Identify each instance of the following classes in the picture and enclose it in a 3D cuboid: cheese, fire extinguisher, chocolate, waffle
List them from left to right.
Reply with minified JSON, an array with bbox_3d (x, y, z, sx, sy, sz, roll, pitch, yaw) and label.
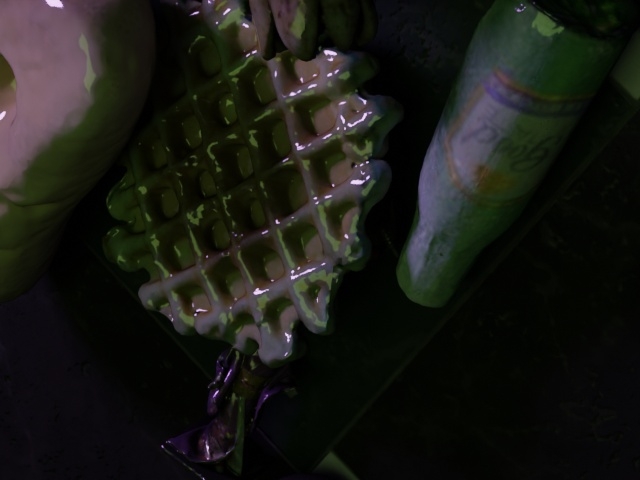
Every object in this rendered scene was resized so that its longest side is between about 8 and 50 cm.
[{"bbox_3d":[-0.244,-0.098,1.534,0.328,0.129,0.351,12,111,50],"label":"cheese"},{"bbox_3d":[-0.063,-0.058,1.487,0.292,0.056,0.309,26,107,33],"label":"waffle"},{"bbox_3d":[0.000,0.000,1.507,0.177,0.050,0.062,-13,116,35],"label":"fire extinguisher"},{"bbox_3d":[0.133,-0.071,1.367,0.110,0.110,0.291,37,126,17],"label":"chocolate"}]

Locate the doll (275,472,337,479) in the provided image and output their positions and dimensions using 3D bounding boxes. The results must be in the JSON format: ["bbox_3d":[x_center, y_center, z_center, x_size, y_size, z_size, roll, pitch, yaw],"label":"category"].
[{"bbox_3d":[-0.014,0.319,1.587,0.143,0.135,0.234,-37,89,39],"label":"doll"}]

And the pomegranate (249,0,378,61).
[{"bbox_3d":[-0.056,-0.287,1.306,0.242,0.242,0.306,13,101,29],"label":"pomegranate"}]

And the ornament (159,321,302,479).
[{"bbox_3d":[-0.055,0.130,1.571,0.081,0.088,0.203,40,123,14],"label":"ornament"}]
